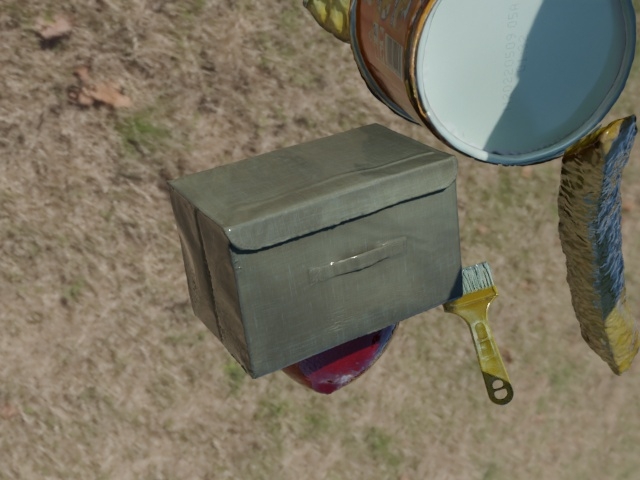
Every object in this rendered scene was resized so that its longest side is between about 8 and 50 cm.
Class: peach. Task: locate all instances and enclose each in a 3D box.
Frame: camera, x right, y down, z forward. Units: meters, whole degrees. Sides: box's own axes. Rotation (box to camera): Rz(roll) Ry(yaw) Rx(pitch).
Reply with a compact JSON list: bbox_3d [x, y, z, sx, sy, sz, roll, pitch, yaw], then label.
[{"bbox_3d":[0.008,0.077,1.016,0.197,0.197,0.197,-32,135,-39],"label":"peach"}]

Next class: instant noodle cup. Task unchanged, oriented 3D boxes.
[{"bbox_3d":[0.182,-0.217,0.938,0.297,0.214,0.296,-3,117,-5],"label":"instant noodle cup"}]

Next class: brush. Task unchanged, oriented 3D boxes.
[{"bbox_3d":[0.221,0.128,1.229,0.083,0.218,0.010,-20,145,12],"label":"brush"}]

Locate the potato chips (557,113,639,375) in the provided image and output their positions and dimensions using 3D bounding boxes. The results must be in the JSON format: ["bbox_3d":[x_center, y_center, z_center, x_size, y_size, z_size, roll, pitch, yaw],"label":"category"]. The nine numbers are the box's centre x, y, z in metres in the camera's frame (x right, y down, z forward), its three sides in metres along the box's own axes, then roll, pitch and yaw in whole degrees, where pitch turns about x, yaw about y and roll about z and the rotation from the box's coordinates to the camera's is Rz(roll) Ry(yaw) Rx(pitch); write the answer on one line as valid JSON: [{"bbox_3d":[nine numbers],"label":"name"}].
[{"bbox_3d":[0.264,0.004,0.839,0.057,0.080,0.407,-41,143,-10],"label":"potato chips"}]

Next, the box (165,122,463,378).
[{"bbox_3d":[0.000,0.000,0.835,0.231,0.155,0.148,-20,118,-23],"label":"box"}]

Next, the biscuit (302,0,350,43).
[{"bbox_3d":[0.065,-0.551,1.806,0.078,0.335,0.329,-16,94,-34],"label":"biscuit"}]
